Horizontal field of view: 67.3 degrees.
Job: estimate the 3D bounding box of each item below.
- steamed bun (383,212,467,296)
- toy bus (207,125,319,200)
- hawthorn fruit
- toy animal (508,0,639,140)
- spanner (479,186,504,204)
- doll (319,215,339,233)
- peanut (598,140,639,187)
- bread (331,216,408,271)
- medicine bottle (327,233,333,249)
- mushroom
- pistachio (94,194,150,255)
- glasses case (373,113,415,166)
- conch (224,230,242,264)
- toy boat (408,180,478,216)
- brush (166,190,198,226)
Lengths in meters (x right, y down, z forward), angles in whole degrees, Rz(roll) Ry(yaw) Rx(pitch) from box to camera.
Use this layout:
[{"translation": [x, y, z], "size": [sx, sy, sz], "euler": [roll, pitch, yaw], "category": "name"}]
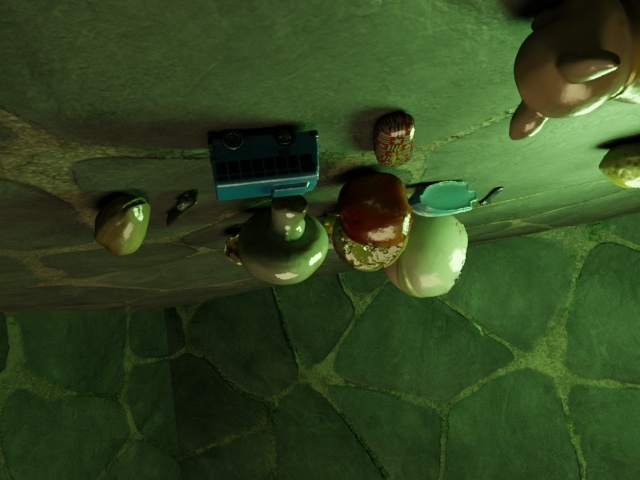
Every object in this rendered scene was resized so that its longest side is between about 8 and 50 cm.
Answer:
[{"translation": [0.303, 0.025, 1.561], "size": [0.309, 0.310, 0.309], "euler": [-9, 170, -2], "category": "steamed bun"}, {"translation": [-0.092, -0.127, 0.815], "size": [0.184, 0.106, 0.090], "euler": [-7, 167, -11], "category": "toy bus"}, {"translation": [0.110, -0.068, 1.115], "size": [0.200, 0.179, 0.179], "euler": [-7, 169, -7], "category": "hawthorn fruit"}, {"translation": [0.356, -0.228, 0.594], "size": [0.247, 0.149, 0.165], "euler": [-19, 156, -11], "category": "toy animal"}, {"translation": [0.561, -0.143, 1.577], "size": [0.046, 0.012, 0.208], "euler": [-10, 169, 1], "category": "spanner"}, {"translation": [0.077, -0.054, 1.481], "size": [0.162, 0.062, 0.106], "euler": [-3, 167, -22], "category": "doll"}, {"translation": [0.827, -0.197, 1.214], "size": [0.224, 0.129, 0.129], "euler": [-11, 170, 9], "category": "peanut"}, {"translation": [0.144, -0.020, 1.399], "size": [0.229, 0.123, 0.230], "euler": [-6, 129, -7], "category": "bread"}, {"translation": [0.000, 0.000, 1.658], "size": [0.219, 0.078, 0.115], "euler": [-18, 165, 40], "category": "medicine bottle"}, {"translation": [-0.095, -0.019, 1.215], "size": [0.243, 0.244, 0.243], "euler": [-9, 170, -2], "category": "mushroom"}, {"translation": [-0.421, -0.035, 1.031], "size": [0.126, 0.108, 0.185], "euler": [-31, 176, -35], "category": "pistachio"}, {"translation": [0.138, -0.177, 0.901], "size": [0.073, 0.049, 0.194], "euler": [-10, 170, 6], "category": "glasses case"}, {"translation": [-0.220, 0.028, 1.475], "size": [0.155, 0.130, 0.207], "euler": [-22, 156, -4], "category": "conch"}, {"translation": [0.325, -0.109, 1.338], "size": [0.214, 0.089, 0.102], "euler": [-7, 173, -19], "category": "toy boat"}, {"translation": [-0.327, -0.072, 1.102], "size": [0.027, 0.034, 0.190], "euler": [9, 161, -33], "category": "brush"}]
